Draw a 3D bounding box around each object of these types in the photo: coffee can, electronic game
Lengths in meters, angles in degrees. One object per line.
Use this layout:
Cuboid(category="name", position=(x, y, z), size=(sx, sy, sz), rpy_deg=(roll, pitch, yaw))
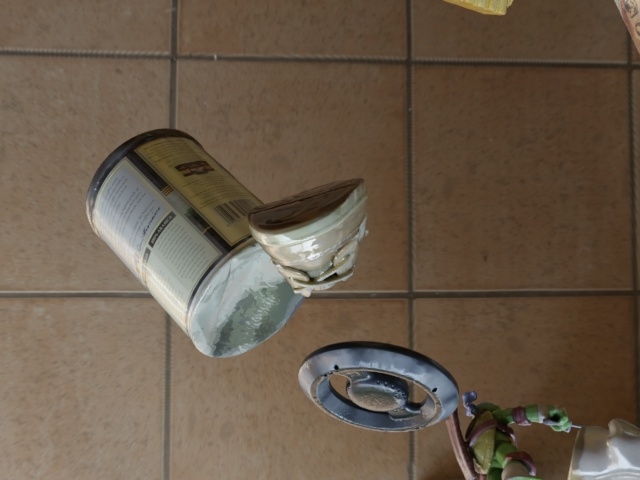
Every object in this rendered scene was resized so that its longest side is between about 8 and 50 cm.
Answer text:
Cuboid(category="coffee can", position=(-0.169, -0.001, 1.120), size=(0.201, 0.201, 0.275), rpy_deg=(-44, 57, -6))
Cuboid(category="electronic game", position=(0.081, 0.209, 1.147), size=(0.229, 0.229, 0.048), rpy_deg=(16, 52, -4))

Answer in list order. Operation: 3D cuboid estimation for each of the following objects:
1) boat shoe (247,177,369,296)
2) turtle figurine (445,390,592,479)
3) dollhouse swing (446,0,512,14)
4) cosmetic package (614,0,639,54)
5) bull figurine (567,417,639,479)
Cuboid(category="boat shoe", position=(0.000, 0.000, 0.776), size=(0.109, 0.302, 0.098), rpy_deg=(-16, 95, 2))
Cuboid(category="turtle figurine", position=(0.335, 0.367, 1.282), size=(0.198, 0.266, 0.274), rpy_deg=(-36, 100, 19))
Cuboid(category="dollhouse swing", position=(0.263, -0.410, 0.789), size=(0.315, 0.347, 0.304), rpy_deg=(-4, 95, 30))
Cuboid(category="cosmetic package", position=(0.326, -0.251, 0.527), size=(0.153, 0.296, 0.129), rpy_deg=(-18, 81, -12))
Cuboid(category="bull figurine", position=(0.167, 0.204, 0.298), size=(0.189, 0.101, 0.310), rpy_deg=(12, 119, 19))
